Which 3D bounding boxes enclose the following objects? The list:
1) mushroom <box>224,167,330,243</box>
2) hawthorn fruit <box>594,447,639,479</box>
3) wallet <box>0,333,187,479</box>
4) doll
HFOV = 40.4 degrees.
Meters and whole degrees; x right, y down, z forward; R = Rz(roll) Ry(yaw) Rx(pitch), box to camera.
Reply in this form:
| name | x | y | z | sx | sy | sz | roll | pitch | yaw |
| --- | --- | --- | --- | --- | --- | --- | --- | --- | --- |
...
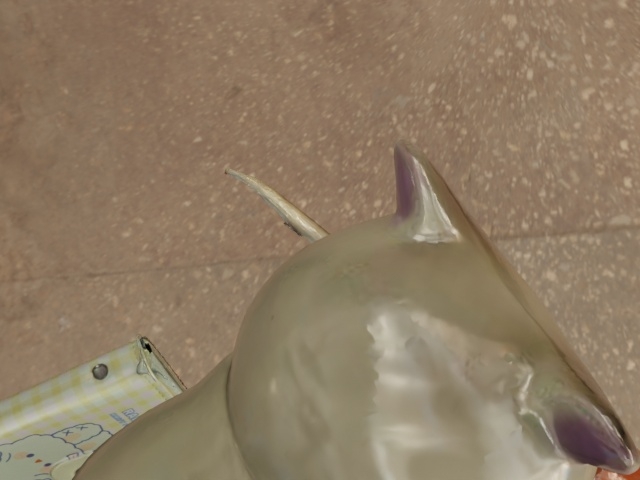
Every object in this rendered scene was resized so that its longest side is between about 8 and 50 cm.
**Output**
| name | x | y | z | sx | sy | sz | roll | pitch | yaw |
| --- | --- | --- | --- | --- | --- | --- | --- | --- | --- |
| mushroom | 0.002 | -0.002 | 0.995 | 0.306 | 0.043 | 0.068 | 36 | 154 | 34 |
| hawthorn fruit | 0.325 | 0.328 | 1.090 | 0.211 | 0.210 | 0.262 | -31 | 113 | 20 |
| wallet | -0.310 | 0.237 | 1.038 | 0.310 | 0.077 | 0.223 | -24 | 144 | 0 |
| doll | -0.009 | 0.144 | 0.495 | 0.370 | 0.226 | 0.215 | -38 | 54 | 18 |
